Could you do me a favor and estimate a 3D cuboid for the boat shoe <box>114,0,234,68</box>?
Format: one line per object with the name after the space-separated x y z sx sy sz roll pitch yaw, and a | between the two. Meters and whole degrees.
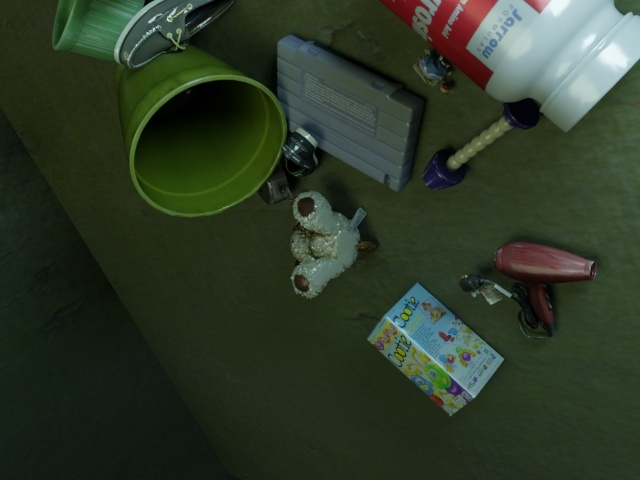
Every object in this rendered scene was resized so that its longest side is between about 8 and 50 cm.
-0.312 -0.473 1.422 0.091 0.305 0.109 41 165 9 | boat shoe

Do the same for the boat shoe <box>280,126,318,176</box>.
-0.056 -0.191 1.537 0.084 0.079 0.233 35 172 4 | boat shoe

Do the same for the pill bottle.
0.259 -0.351 0.940 0.408 0.229 0.229 44 146 9 | pill bottle

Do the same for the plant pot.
-0.323 -0.305 1.551 0.353 0.367 0.366 52 153 37 | plant pot

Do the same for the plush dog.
0.000 0.000 1.667 0.225 0.211 0.262 16 106 60 | plush dog

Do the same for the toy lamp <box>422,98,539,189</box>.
0.284 -0.172 1.221 0.080 0.080 0.275 49 147 1 | toy lamp

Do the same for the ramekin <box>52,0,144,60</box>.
-0.526 -0.581 1.572 0.303 0.148 0.303 -28 56 51 | ramekin

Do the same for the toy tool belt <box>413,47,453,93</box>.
0.212 -0.309 1.196 0.083 0.052 0.051 45 155 6 | toy tool belt

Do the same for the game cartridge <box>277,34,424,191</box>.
0.052 -0.278 1.406 0.355 0.068 0.230 33 139 24 | game cartridge

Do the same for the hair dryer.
0.440 0.087 1.325 0.224 0.080 0.293 34 152 -4 | hair dryer

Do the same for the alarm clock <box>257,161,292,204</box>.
-0.125 -0.150 1.690 0.192 0.064 0.129 36 144 47 | alarm clock

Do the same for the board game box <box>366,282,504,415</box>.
0.275 0.265 1.598 0.275 0.144 0.142 42 146 12 | board game box
